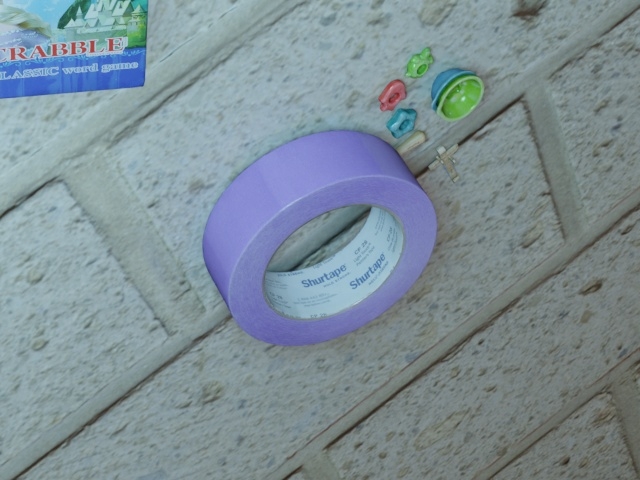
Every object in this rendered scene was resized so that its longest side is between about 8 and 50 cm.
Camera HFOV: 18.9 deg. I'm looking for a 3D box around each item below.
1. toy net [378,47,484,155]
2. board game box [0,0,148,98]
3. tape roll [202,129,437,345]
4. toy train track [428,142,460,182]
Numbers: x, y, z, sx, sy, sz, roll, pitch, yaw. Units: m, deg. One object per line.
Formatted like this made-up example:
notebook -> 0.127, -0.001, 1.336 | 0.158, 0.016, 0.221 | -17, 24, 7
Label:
toy net -> 0.098, -0.125, 2.362 | 0.122, 0.045, 0.232 | 13, 118, -51
board game box -> -0.307, -0.240, 1.673 | 0.318, 0.066, 0.318 | -7, 147, -11
tape roll -> 0.000, 0.000, 2.322 | 0.274, 0.090, 0.275 | -17, 138, -17
toy train track -> 0.167, -0.096, 2.489 | 0.048, 0.014, 0.083 | -40, 146, -4
